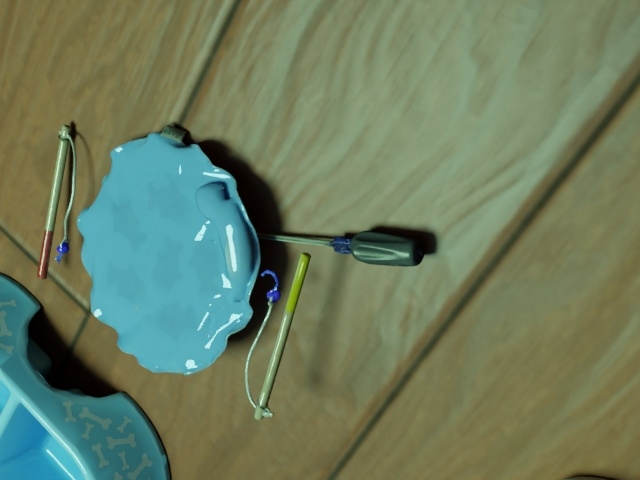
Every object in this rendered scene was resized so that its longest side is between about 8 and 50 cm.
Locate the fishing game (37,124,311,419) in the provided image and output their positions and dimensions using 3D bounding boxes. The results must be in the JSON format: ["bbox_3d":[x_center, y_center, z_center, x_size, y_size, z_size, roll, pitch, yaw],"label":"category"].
[{"bbox_3d":[-0.116,0.008,0.788,0.264,0.041,0.189,23,110,30],"label":"fishing game"}]

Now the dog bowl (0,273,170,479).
[{"bbox_3d":[-0.266,0.161,0.916,0.297,0.074,0.166,43,124,12],"label":"dog bowl"}]

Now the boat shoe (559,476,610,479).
[{"bbox_3d":[0.259,0.235,0.575,0.335,0.119,0.121,8,111,31],"label":"boat shoe"}]

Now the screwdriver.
[{"bbox_3d":[0.000,0.000,0.726,0.170,0.025,0.024,8,112,40],"label":"screwdriver"}]
